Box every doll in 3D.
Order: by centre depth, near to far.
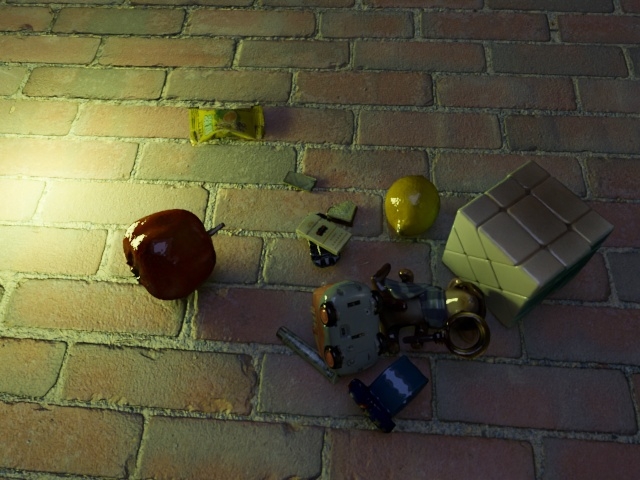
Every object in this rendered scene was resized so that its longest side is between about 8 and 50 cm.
[{"bbox_3d":[0.324,0.205,1.548,0.339,0.209,0.318,0,64,0],"label":"doll"}]

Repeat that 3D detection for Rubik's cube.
[{"bbox_3d":[0.606,0.014,1.579,0.316,0.322,0.319,-32,63,-16],"label":"Rubik's cube"}]

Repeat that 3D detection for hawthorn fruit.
[{"bbox_3d":[-0.447,0.027,1.656,0.330,0.287,0.287,-32,64,-23],"label":"hawthorn fruit"}]

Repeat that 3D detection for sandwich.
[{"bbox_3d":[0.075,-0.100,1.829,0.104,0.036,0.093,11,62,10],"label":"sandwich"}]

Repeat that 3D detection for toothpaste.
[{"bbox_3d":[-0.034,0.343,1.583,0.239,0.039,0.062,33,71,17],"label":"toothpaste"}]

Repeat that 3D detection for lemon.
[{"bbox_3d":[0.307,-0.117,1.746,0.186,0.187,0.244,13,64,10],"label":"lemon"}]

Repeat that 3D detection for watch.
[{"bbox_3d":[0.194,0.415,1.448,0.200,0.196,0.171,-38,75,-10],"label":"watch"}]

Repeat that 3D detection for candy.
[{"bbox_3d":[-0.366,-0.459,2.025,0.297,0.081,0.187,-7,62,-2],"label":"candy"}]

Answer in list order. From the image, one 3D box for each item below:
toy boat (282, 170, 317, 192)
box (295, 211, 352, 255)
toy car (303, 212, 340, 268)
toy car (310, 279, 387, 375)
[{"bbox_3d":[-0.075,-0.216,1.913,0.115,0.016,0.063,20,64,14],"label":"toy boat"},{"bbox_3d":[0.011,-0.023,1.723,0.167,0.024,0.090,29,61,19],"label":"box"},{"bbox_3d":[0.000,0.000,1.762,0.103,0.063,0.216,-12,55,-6],"label":"toy car"},{"bbox_3d":[0.063,0.246,1.524,0.180,0.212,0.271,-11,99,-25],"label":"toy car"}]
